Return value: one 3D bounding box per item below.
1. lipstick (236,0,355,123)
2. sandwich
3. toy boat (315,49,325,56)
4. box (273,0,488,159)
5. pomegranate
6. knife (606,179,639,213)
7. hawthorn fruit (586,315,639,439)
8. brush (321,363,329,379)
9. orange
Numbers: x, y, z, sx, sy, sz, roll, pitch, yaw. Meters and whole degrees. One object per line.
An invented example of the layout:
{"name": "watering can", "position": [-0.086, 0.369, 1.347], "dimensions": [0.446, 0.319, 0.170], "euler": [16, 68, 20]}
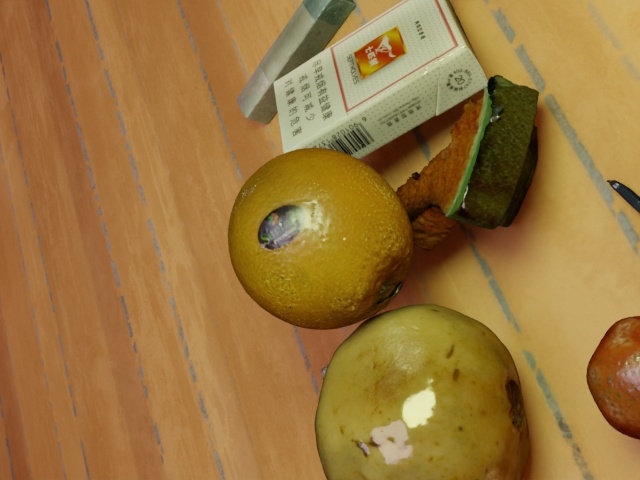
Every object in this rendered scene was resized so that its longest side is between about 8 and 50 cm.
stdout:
{"name": "lipstick", "position": [-0.055, -0.373, 1.606], "dimensions": [0.317, 0.066, 0.068], "euler": [-49, 54, 31]}
{"name": "sandwich", "position": [0.227, -0.074, 1.226], "dimensions": [0.301, 0.162, 0.250], "euler": [-39, 26, 55]}
{"name": "toy boat", "position": [0.028, -0.308, 1.525], "dimensions": [0.049, 0.047, 0.149], "euler": [-53, 51, 27]}
{"name": "box", "position": [0.087, -0.256, 1.307], "dimensions": [0.330, 0.095, 0.210], "euler": [-30, 42, 18]}
{"name": "pomegranate", "position": [0.141, 0.258, 1.157], "dimensions": [0.332, 0.332, 0.333], "euler": [-7, 80, 45]}
{"name": "knife", "position": [0.434, -0.049, 1.089], "dimensions": [0.018, 0.031, 0.121], "euler": [-56, 45, 26]}
{"name": "hawthorn fruit", "position": [0.431, 0.173, 0.970], "dimensions": [0.194, 0.157, 0.157], "euler": [2, 87, 50]}
{"name": "brush", "position": [0.082, 0.349, 1.418], "dimensions": [0.090, 0.017, 0.314], "euler": [-44, 56, 37]}
{"name": "orange", "position": [0.000, 0.000, 1.168], "dimensions": [0.274, 0.274, 0.274], "euler": [-7, 80, 45]}
